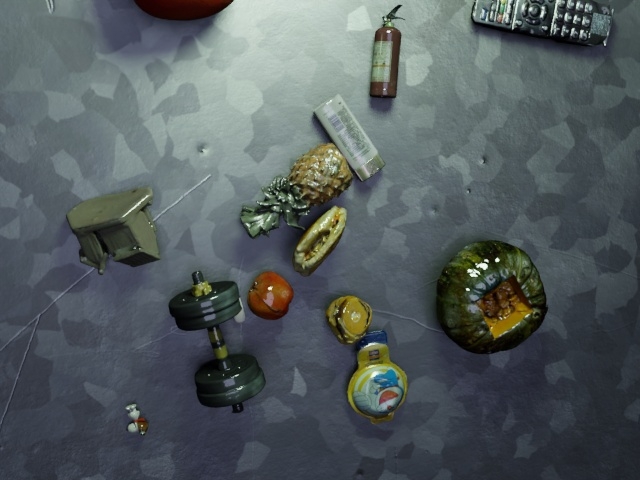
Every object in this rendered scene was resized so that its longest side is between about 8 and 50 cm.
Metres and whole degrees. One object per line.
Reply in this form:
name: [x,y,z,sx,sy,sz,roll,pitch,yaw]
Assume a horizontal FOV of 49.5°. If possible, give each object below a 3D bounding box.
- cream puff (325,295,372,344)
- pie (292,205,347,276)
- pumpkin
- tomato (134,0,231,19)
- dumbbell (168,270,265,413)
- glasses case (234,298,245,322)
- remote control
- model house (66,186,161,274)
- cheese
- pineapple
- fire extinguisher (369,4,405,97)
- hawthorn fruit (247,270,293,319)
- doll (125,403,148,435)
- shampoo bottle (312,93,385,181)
cream puff: [0.075,0.216,1.874,0.119,0.104,0.133,1,83,-33]
pie: [0.000,0.000,1.798,0.084,0.179,0.205,37,90,3]
pumpkin: [0.462,0.159,1.897,0.320,0.192,0.321,-2,100,-9]
tomato: [-0.330,-0.625,1.595,0.298,0.299,0.226,33,124,-14]
dumbbell: [-0.262,0.262,1.777,0.185,0.185,0.389,-16,101,-8]
glasses case: [-0.223,0.179,1.853,0.032,0.021,0.083,-18,102,-10]
remote control: [0.594,-0.615,1.872,0.398,0.062,0.145,8,96,-11]
model house: [-0.501,-0.012,1.723,0.229,0.122,0.188,-14,114,5]
cheese: [0.155,0.382,1.934,0.176,0.069,0.271,-10,100,-10]
pineapple: [-0.063,-0.113,1.775,0.310,0.141,0.170,-34,67,-1]
fire extinguisher: [0.180,-0.486,1.792,0.071,0.099,0.231,0,100,-32]
hawthorn fruit: [-0.131,0.146,1.821,0.127,0.128,0.128,-2,99,-11]
doll: [-0.485,0.475,1.840,0.058,0.040,0.085,3,98,-1]
shampoo bottle: [0.077,-0.269,1.825,0.086,0.056,0.227,-38,104,-5]
